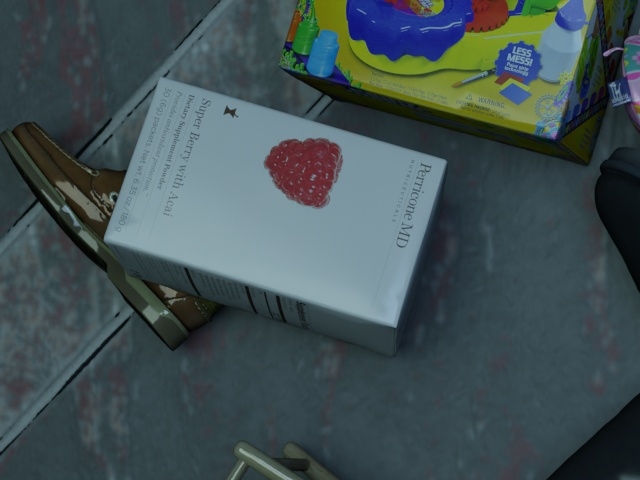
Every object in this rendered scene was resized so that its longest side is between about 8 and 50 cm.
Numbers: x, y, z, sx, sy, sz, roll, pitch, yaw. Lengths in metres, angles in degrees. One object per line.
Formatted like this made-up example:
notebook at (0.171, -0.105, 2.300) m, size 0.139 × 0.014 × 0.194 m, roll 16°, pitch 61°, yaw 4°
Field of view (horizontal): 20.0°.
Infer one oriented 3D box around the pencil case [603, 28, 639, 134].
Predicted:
pencil case at (0.410, -0.174, 1.672) m, size 0.284 × 0.124 × 0.124 m, roll -20°, pitch 79°, yaw 17°

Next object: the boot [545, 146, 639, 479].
boot at (0.269, 0.181, 1.681) m, size 0.367 × 0.146 × 0.445 m, roll 42°, pitch 87°, yaw 17°

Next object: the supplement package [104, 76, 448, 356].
supplement package at (-0.038, -0.021, 1.792) m, size 0.293 × 0.175 × 0.177 m, roll 16°, pitch 78°, yaw 6°

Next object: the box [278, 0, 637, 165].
box at (0.153, -0.252, 1.795) m, size 0.290 × 0.177 × 0.279 m, roll 16°, pitch 89°, yaw 20°

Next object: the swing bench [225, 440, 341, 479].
swing bench at (-0.021, 0.369, 1.781) m, size 0.254 × 0.165 × 0.253 m, roll 34°, pitch 96°, yaw 20°

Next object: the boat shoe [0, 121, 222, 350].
boat shoe at (-0.216, -0.024, 1.946) m, size 0.104 × 0.111 × 0.307 m, roll -41°, pitch 80°, yaw -8°
